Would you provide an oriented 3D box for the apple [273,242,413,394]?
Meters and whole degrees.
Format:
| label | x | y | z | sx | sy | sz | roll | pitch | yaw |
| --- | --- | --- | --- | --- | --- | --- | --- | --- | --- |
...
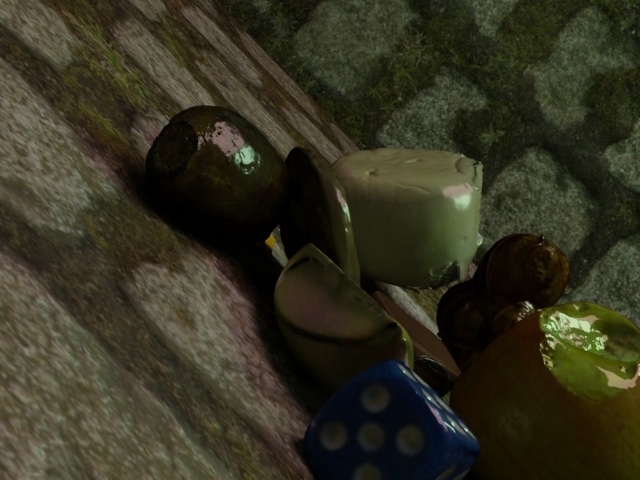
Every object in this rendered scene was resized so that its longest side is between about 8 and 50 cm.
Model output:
| label | x | y | z | sx | sy | sz | roll | pitch | yaw |
| --- | --- | --- | --- | --- | --- | --- | --- | --- | --- |
| apple | 0.028 | 0.135 | 1.439 | 0.265 | 0.120 | 0.193 | 43 | -21 | 55 |

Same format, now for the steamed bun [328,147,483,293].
| label | x | y | z | sx | sy | sz | roll | pitch | yaw |
| --- | --- | --- | --- | --- | --- | --- | --- | --- | --- |
| steamed bun | 0.149 | -0.037 | 2.139 | 0.312 | 0.233 | 0.334 | 5 | 17 | 17 |

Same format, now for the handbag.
| label | x | y | z | sx | sy | sz | roll | pitch | yaw |
| --- | --- | --- | --- | --- | --- | --- | --- | --- | --- |
| handbag | 0.142 | 0.177 | 1.857 | 0.193 | 0.072 | 0.151 | 41 | 12 | -34 |

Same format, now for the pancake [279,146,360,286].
| label | x | y | z | sx | sy | sz | roll | pitch | yaw |
| --- | --- | --- | --- | --- | --- | --- | --- | --- | --- |
| pancake | 0.000 | 0.000 | 1.639 | 0.294 | 0.049 | 0.294 | 166 | -90 | -74 |

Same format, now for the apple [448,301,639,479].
| label | x | y | z | sx | sy | sz | roll | pitch | yaw |
| --- | --- | --- | --- | --- | --- | --- | --- | --- | --- |
| apple | 0.365 | 0.266 | 1.708 | 0.339 | 0.339 | 0.339 | 45 | 11 | -11 |

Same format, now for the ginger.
| label | x | y | z | sx | sy | sz | roll | pitch | yaw |
| --- | --- | --- | --- | --- | --- | --- | --- | --- | --- |
| ginger | 0.327 | 0.115 | 2.109 | 0.152 | 0.357 | 0.274 | 42 | 36 | -1 |

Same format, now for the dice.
| label | x | y | z | sx | sy | sz | roll | pitch | yaw |
| --- | --- | --- | --- | --- | --- | --- | --- | --- | --- |
| dice | 0.078 | 0.225 | 1.256 | 0.143 | 0.146 | 0.146 | 49 | 7 | 24 |

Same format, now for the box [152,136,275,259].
| label | x | y | z | sx | sy | sz | roll | pitch | yaw |
| --- | --- | --- | --- | --- | --- | --- | --- | --- | --- |
| box | -0.150 | -0.081 | 1.761 | 0.247 | 0.033 | 0.129 | 45 | 10 | -10 |

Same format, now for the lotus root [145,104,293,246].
| label | x | y | z | sx | sy | sz | roll | pitch | yaw |
| --- | --- | --- | --- | --- | --- | --- | --- | --- | --- |
| lotus root | -0.128 | -0.089 | 1.557 | 0.160 | 0.152 | 0.275 | 49 | 9 | 23 |
